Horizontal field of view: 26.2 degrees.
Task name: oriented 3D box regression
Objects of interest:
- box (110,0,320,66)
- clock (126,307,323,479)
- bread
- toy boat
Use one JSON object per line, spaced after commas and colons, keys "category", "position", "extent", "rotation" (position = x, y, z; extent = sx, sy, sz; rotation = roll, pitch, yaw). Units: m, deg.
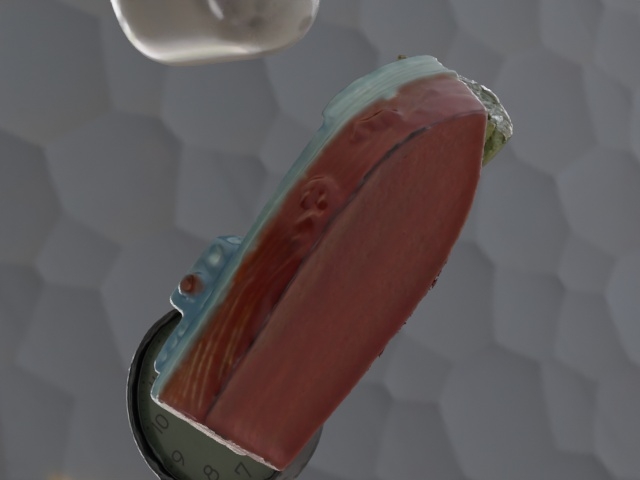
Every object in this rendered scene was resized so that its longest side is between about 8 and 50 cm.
{"category": "box", "position": [-0.141, -0.354, 1.425], "extent": [0.141, 0.349, 0.289], "rotation": [-28, 19, -34]}
{"category": "clock", "position": [-0.085, 0.137, 1.189], "extent": [0.184, 0.184, 0.040], "rotation": [-29, -13, 20]}
{"category": "bread", "position": [0.138, -0.144, 1.504], "extent": [0.064, 0.156, 0.117], "rotation": [-55, 27, 24]}
{"category": "toy boat", "position": [0.000, 0.000, 1.024], "extent": [0.332, 0.145, 0.133], "rotation": [-53, 43, -4]}
